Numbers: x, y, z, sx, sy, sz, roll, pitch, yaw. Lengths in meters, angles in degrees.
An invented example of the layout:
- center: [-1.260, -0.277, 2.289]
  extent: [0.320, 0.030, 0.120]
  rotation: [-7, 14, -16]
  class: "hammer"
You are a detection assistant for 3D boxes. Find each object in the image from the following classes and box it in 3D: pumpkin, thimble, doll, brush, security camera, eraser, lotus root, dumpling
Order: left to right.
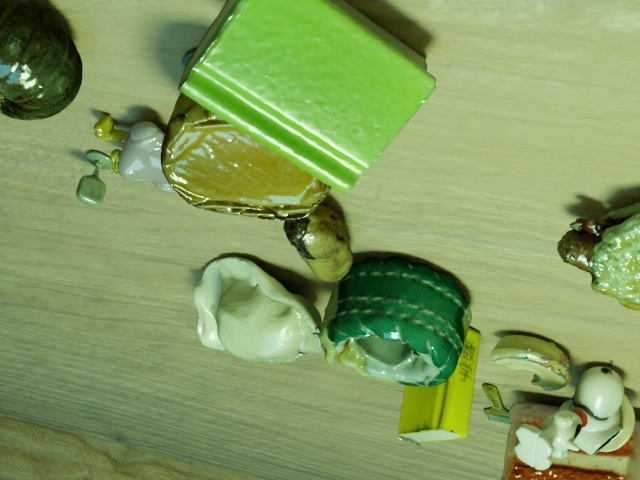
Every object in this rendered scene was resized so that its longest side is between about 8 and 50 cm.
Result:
- center: [-0.457, -0.263, 1.612]
  extent: [0.224, 0.157, 0.223]
  rotation: [21, 166, 6]
  class: "pumpkin"
- center: [-0.405, -0.107, 1.966]
  extent: [0.058, 0.092, 0.058]
  rotation: [15, 156, 7]
  class: "security camera"
- center: [-0.197, -0.125, 1.787]
  extent: [0.365, 0.094, 0.160]
  rotation: [6, 142, 22]
  class: "doll"
- center: [-0.117, 0.132, 2.222]
  extent: [0.318, 0.187, 0.242]
  rotation: [-8, 107, 39]
  class: "dumpling"
- center: [-0.019, -0.208, 1.389]
  extent: [0.274, 0.092, 0.210]
  rotation: [29, 113, -25]
  class: "eraser"
- center: [0.000, 0.000, 1.904]
  extent: [0.110, 0.097, 0.258]
  rotation: [49, 174, 22]
  class: "lotus root"
- center: [0.131, 0.153, 2.038]
  extent: [0.288, 0.167, 0.254]
  rotation: [-6, 145, 40]
  class: "thimble"
- center: [0.233, 0.282, 2.169]
  extent: [0.069, 0.226, 0.158]
  rotation: [21, 156, -26]
  class: "eraser"
- center: [0.395, 0.367, 2.470]
  extent: [0.083, 0.010, 0.218]
  rotation: [7, 153, 23]
  class: "brush"
- center: [0.483, 0.358, 2.124]
  extent: [0.144, 0.271, 0.208]
  rotation: [31, 148, 39]
  class: "doll"

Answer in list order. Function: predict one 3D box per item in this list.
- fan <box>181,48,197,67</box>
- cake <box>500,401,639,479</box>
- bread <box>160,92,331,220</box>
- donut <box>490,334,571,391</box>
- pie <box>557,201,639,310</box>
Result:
- center: [-0.088, -0.198, 1.650]
  extent: [0.282, 0.023, 0.057]
  rotation: [35, 144, -28]
  class: "fan"
- center: [0.549, 0.483, 2.331]
  extent: [0.309, 0.237, 0.230]
  rotation: [4, 161, 28]
  class: "cake"
- center: [-0.095, -0.141, 1.579]
  extent: [0.253, 0.142, 0.227]
  rotation: [10, 130, -4]
  class: "bread"
- center: [0.418, 0.229, 2.113]
  extent: [0.166, 0.065, 0.108]
  rotation: [32, 151, -24]
  class: "donut"
- center: [0.514, 0.032, 1.610]
  extent: [0.257, 0.105, 0.274]
  rotation: [-22, 135, 41]
  class: "pie"
